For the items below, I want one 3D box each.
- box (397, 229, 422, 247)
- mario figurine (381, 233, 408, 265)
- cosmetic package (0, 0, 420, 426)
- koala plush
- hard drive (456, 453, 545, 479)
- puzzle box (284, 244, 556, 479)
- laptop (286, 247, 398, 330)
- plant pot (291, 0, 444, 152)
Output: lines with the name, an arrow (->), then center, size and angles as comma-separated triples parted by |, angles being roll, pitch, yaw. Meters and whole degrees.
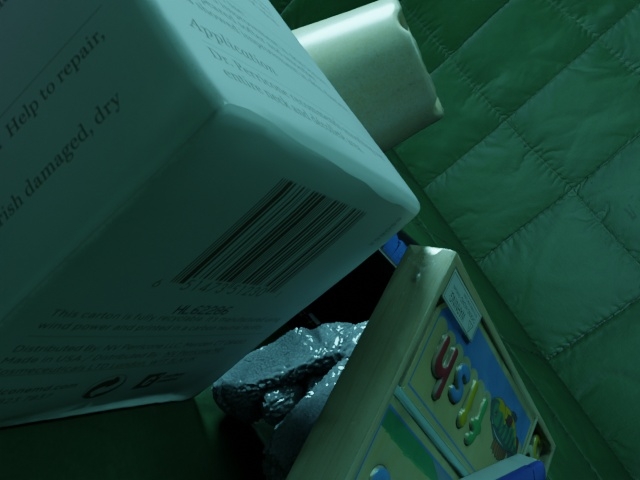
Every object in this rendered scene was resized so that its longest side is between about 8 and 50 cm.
box -> 0.136, 0.050, 1.280 | 0.270, 0.143, 0.165 | 37, 4, -33
mario figurine -> 0.134, 0.085, 1.062 | 0.320, 0.170, 0.198 | 40, 28, -32
cosmetic package -> -0.187, -0.098, 0.564 | 0.394, 0.327, 0.329 | 57, 19, 22
koala plush -> 0.030, 0.217, 0.696 | 0.196, 0.203, 0.221 | 35, -29, 53
hard drive -> 0.104, 0.318, 0.545 | 0.040, 0.210, 0.318 | 8, 1, 40
puzzle box -> 0.126, 0.234, 0.630 | 0.052, 0.272, 0.409 | 8, -33, 40
laptop -> 0.000, 0.000, 0.984 | 0.382, 0.408, 0.236 | 46, 51, -8
plant pot -> 0.036, -0.255, 1.117 | 0.334, 0.305, 0.334 | 60, 15, -28
